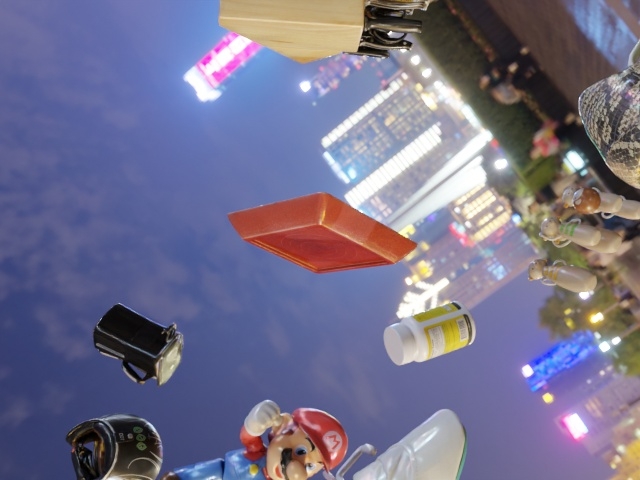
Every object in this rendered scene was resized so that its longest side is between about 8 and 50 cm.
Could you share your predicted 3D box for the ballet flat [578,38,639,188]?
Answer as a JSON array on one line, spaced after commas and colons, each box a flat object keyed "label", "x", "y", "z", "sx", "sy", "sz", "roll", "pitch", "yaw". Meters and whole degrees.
[{"label": "ballet flat", "x": 0.465, "y": -0.246, "z": 0.775, "sx": 0.164, "sy": 0.482, "sz": 0.182, "roll": 36, "pitch": -159, "yaw": -54}]

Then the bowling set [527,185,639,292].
[{"label": "bowling set", "x": 0.543, "y": -0.053, "z": 1.672, "sx": 0.154, "sy": 0.287, "sz": 0.200, "roll": 17, "pitch": 145, "yaw": 46}]

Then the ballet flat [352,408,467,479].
[{"label": "ballet flat", "x": 0.076, "y": 0.417, "z": 1.146, "sx": 0.139, "sy": 0.400, "sz": 0.139, "roll": 25, "pitch": -170, "yaw": -5}]

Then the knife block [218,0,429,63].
[{"label": "knife block", "x": 0.020, "y": -0.347, "z": 1.177, "sx": 0.275, "sy": 0.242, "sz": 0.088, "roll": 13, "pitch": -105, "yaw": -48}]

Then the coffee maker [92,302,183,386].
[{"label": "coffee maker", "x": -0.404, "y": 0.215, "z": 1.773, "sx": 0.178, "sy": 0.171, "sz": 0.120, "roll": 24, "pitch": -157, "yaw": 13}]

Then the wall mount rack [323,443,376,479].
[{"label": "wall mount rack", "x": 0.173, "y": 0.508, "z": 1.424, "sx": 0.350, "sy": 0.130, "sz": 0.304, "roll": 49, "pitch": 167, "yaw": -20}]

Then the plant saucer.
[{"label": "plant saucer", "x": 0.000, "y": 0.000, "z": 1.441, "sx": 0.259, "sy": 0.258, "sz": 0.048, "roll": 27, "pitch": -116, "yaw": -40}]

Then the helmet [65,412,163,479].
[{"label": "helmet", "x": -0.370, "y": 0.396, "z": 1.447, "sx": 0.161, "sy": 0.169, "sz": 0.169, "roll": 35, "pitch": -158, "yaw": -57}]

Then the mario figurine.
[{"label": "mario figurine", "x": -0.103, "y": 0.387, "z": 1.304, "sx": 0.170, "sy": 0.320, "sz": 0.198, "roll": 65, "pitch": -177, "yaw": 35}]

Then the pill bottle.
[{"label": "pill bottle", "x": 0.272, "y": 0.234, "z": 1.988, "sx": 0.119, "sy": 0.208, "sz": 0.119, "roll": 47, "pitch": 144, "yaw": 50}]
